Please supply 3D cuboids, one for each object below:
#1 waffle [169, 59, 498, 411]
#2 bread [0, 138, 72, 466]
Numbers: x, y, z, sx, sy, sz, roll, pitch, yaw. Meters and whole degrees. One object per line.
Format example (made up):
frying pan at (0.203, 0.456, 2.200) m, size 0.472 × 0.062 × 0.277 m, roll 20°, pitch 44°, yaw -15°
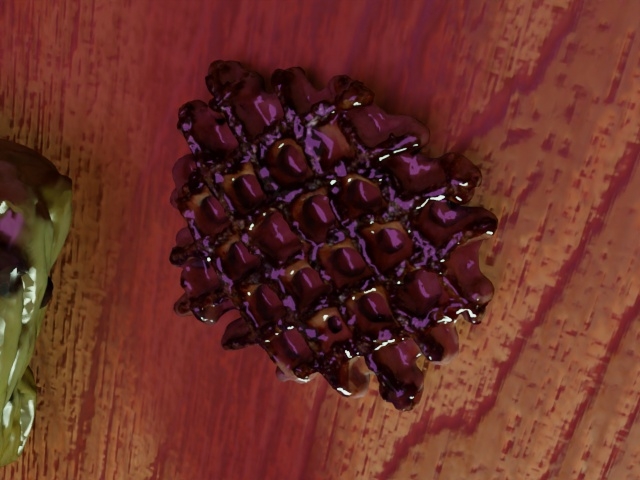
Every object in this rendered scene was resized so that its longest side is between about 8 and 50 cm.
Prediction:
waffle at (0.000, 0.000, 0.581) m, size 0.234 × 0.055 × 0.221 m, roll 20°, pitch 117°, yaw 22°
bread at (-0.352, 0.060, 0.681) m, size 0.314 × 0.191 × 0.370 m, roll 21°, pitch 106°, yaw 8°
